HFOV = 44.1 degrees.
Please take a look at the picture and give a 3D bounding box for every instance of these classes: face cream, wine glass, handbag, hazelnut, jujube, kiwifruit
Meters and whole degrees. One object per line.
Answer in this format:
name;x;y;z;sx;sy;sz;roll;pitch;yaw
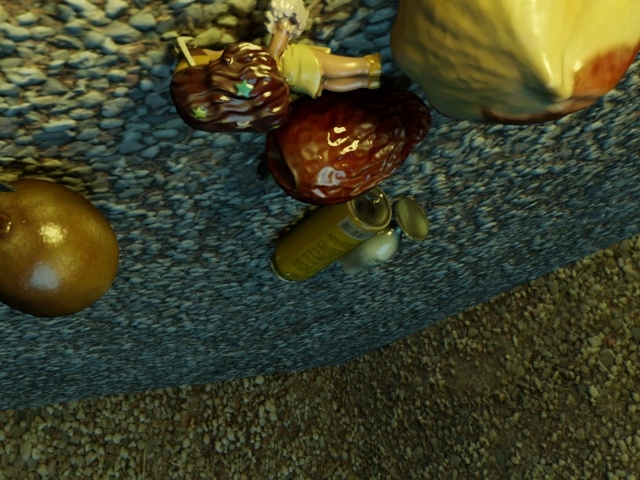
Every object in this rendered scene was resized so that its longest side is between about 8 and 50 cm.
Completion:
face cream;0.000;0.000;1.571;0.105;0.105;0.348;-3;159;-35
wine glass;0.124;-0.001;1.675;0.103;0.103;0.222;0;156;-40
handbag;-0.049;-0.119;1.248;0.111;0.047;0.072;-14;162;-11
hazelnut;0.201;-0.225;0.804;0.261;0.241;0.261;4;143;3
jujube;0.041;-0.141;1.104;0.236;0.168;0.168;-25;167;-21
kiwifruit;-0.397;0.010;1.126;0.196;0.196;0.234;-18;159;9

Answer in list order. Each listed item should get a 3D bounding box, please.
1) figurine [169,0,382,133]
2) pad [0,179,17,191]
figurine;-0.053;-0.190;0.903;0.240;0.116;0.175;-15;164;-1
pad;-0.487;-0.099;0.715;0.247;0.007;0.367;1;166;13
